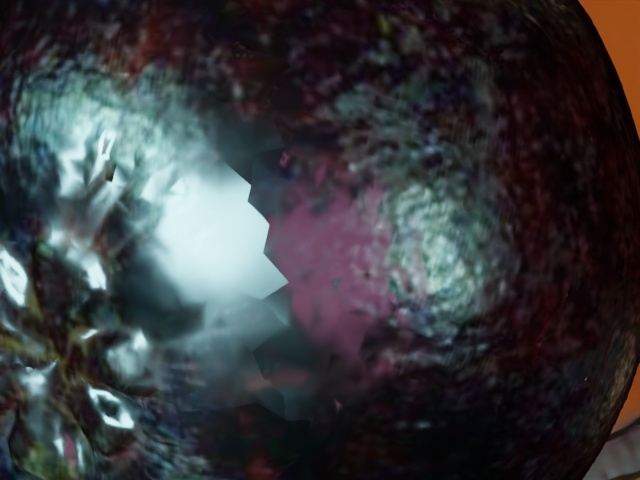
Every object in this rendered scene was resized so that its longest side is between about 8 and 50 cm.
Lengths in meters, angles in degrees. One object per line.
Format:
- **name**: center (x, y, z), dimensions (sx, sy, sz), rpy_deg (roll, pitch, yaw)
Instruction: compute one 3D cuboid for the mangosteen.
- **mangosteen**: center (-0.006, -0.005, 0.526), dimensions (0.216, 0.216, 0.216), rpy_deg (-3, 103, -12)
